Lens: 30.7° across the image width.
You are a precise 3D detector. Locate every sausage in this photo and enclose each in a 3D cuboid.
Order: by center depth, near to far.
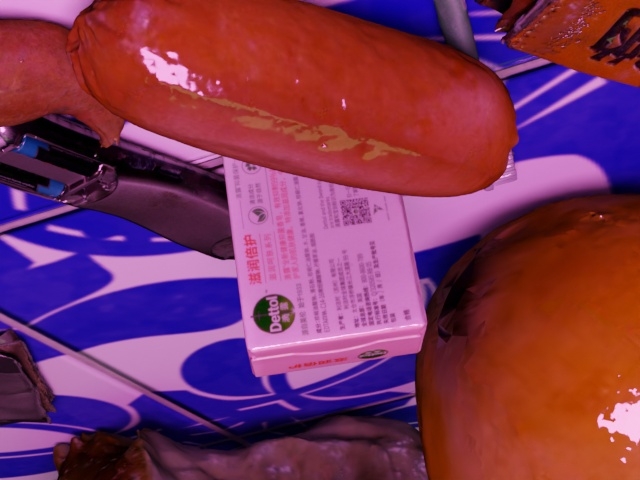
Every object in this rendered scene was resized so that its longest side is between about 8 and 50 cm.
[{"bbox_3d":[-0.009,-0.064,0.496,0.198,0.076,0.076,13,148,-23],"label":"sausage"}]

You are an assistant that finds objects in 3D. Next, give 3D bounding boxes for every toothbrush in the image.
[{"bbox_3d":[0.072,-0.082,0.566,0.024,0.018,0.257,-17,154,10],"label":"toothbrush"}]

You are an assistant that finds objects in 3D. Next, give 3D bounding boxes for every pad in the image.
[{"bbox_3d":[-0.320,0.114,0.848,0.233,0.022,0.174,-5,155,-7],"label":"pad"}]

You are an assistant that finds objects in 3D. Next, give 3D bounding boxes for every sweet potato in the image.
[{"bbox_3d":[-0.171,-0.071,0.470,0.202,0.058,0.055,3,110,-34],"label":"sweet potato"}]

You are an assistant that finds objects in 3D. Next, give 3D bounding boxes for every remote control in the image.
[{"bbox_3d":[-0.098,-0.027,0.614,0.059,0.028,0.212,-28,149,32],"label":"remote control"}]

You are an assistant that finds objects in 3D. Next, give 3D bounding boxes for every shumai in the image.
[{"bbox_3d":[-0.098,0.296,1.033,0.323,0.324,0.397,20,140,-22],"label":"shumai"}]

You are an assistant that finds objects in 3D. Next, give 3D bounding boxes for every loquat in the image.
[{"bbox_3d":[0.186,0.099,0.713,0.263,0.263,0.263,-8,155,-3],"label":"loquat"}]

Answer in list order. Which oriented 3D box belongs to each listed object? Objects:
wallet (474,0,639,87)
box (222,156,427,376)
[{"bbox_3d":[0.187,-0.118,0.499,0.196,0.042,0.161,7,151,-31],"label":"wallet"},{"bbox_3d":[0.000,0.000,0.591,0.089,0.125,0.043,-7,156,-2],"label":"box"}]
